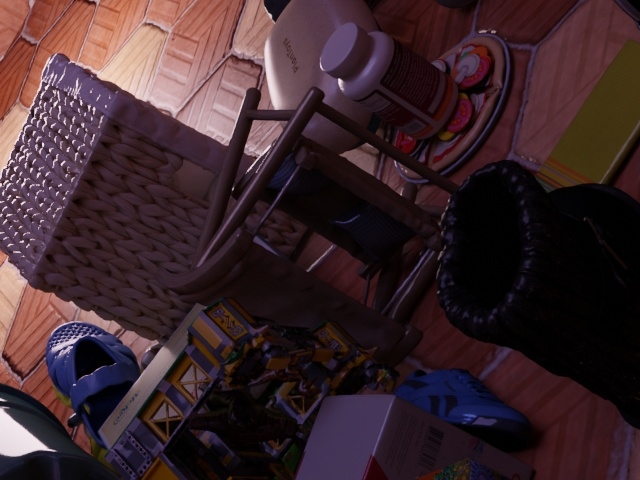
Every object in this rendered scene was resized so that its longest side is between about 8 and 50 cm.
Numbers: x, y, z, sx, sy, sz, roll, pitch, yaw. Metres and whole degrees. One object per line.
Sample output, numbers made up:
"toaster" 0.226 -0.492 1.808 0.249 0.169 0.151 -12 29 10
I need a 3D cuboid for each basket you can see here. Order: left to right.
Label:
"basket" -0.236 -0.042 2.244 0.266 0.328 0.331 -61 28 3

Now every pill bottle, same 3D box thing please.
"pill bottle" 0.077 -0.186 1.965 0.086 0.152 0.086 -38 35 34

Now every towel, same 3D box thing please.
"towel" 0.282 -0.092 1.750 0.237 0.021 0.102 -57 33 4

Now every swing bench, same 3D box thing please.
"swing bench" 0.000 0.000 1.878 0.165 0.253 0.255 8 71 61

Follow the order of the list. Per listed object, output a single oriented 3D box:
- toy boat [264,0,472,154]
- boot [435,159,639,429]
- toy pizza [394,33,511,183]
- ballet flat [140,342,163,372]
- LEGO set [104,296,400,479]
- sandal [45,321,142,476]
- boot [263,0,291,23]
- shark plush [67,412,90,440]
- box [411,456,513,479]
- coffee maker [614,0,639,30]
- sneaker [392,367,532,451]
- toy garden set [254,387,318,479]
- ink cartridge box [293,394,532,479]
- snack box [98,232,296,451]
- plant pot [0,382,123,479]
"toy boat" 0.062 -0.250 2.155 0.318 0.148 0.267 -48 38 32
"boot" 0.202 0.010 1.516 0.131 0.260 0.348 -52 29 16
"toy pizza" 0.148 -0.161 2.024 0.201 0.032 0.201 -40 33 34
"ballet flat" -0.202 0.168 2.260 0.072 0.068 0.213 -58 27 2
"LEGO set" -0.034 0.206 1.696 0.192 0.331 0.255 43 94 26
"sandal" -0.296 0.180 2.298 0.126 0.138 0.317 -25 31 -15
"boot" 0.086 -0.432 2.264 0.445 0.146 0.367 -44 23 23
"shark plush" -0.288 0.235 2.393 0.067 0.073 0.161 -18 24 27
"box" 0.118 0.334 1.316 0.279 0.290 0.177 -30 40 43
"coffee maker" 0.320 -0.324 1.732 0.171 0.178 0.120 -49 30 21
"sneaker" 0.139 0.159 1.692 0.209 0.069 0.082 -3 58 59
"toy garden set" -0.080 0.272 1.980 0.244 0.049 0.204 -3 60 58
"ink cartridge box" 0.082 0.236 1.598 0.127 0.176 0.128 -12 53 58
"snack box" -0.131 0.155 2.063 0.322 0.060 0.187 -52 27 1
"plant pot" -0.386 0.359 2.094 0.334 0.341 0.341 6 69 60
